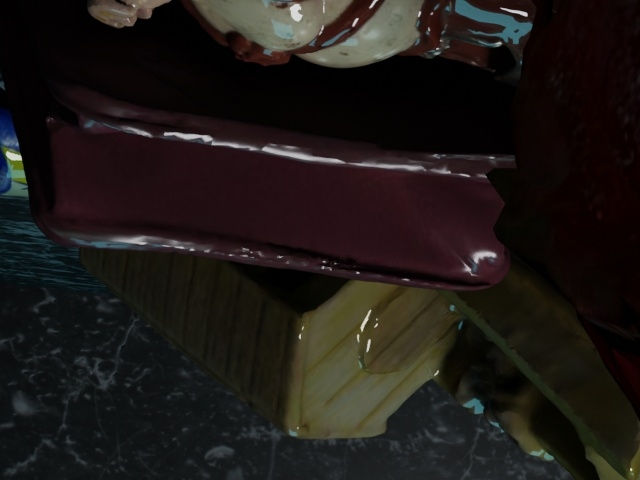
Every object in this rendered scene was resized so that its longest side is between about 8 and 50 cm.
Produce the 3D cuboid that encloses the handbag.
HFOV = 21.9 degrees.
[{"bbox_3d":[-0.029,-0.071,0.655,0.203,0.074,0.216,6,-145,-25],"label":"handbag"}]

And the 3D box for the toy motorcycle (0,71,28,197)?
[{"bbox_3d":[-0.221,-0.090,0.704,0.315,0.169,0.113,12,168,-28],"label":"toy motorcycle"}]

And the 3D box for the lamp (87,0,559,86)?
[{"bbox_3d":[-0.019,-0.117,0.560,0.253,0.118,0.118,7,173,-22],"label":"lamp"}]

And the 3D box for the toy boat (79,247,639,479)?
[{"bbox_3d":[0.000,0.000,0.765,0.445,0.162,0.136,31,157,43],"label":"toy boat"}]

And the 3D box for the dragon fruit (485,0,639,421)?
[{"bbox_3d":[0.200,-0.035,0.375,0.302,0.295,0.295,21,172,-2],"label":"dragon fruit"}]
